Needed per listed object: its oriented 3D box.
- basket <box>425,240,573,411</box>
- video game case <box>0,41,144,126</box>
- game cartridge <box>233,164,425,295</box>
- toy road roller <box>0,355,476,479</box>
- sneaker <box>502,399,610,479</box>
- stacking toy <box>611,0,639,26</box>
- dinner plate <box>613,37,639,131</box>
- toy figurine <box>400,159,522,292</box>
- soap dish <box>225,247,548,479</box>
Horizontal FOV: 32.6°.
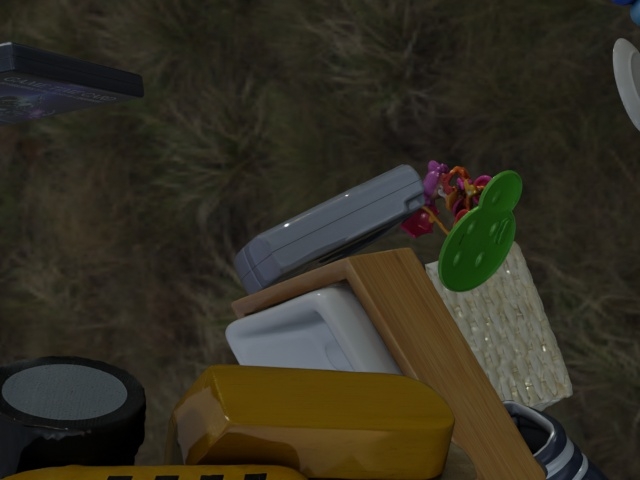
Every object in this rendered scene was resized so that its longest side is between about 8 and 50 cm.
[{"bbox_3d":[0.251,0.201,2.049,0.266,0.328,0.331,114,140,-70],"label":"basket"},{"bbox_3d":[-0.314,-0.115,0.911,0.274,0.196,0.026,-9,88,19],"label":"video game case"},{"bbox_3d":[0.000,0.000,1.214,0.297,0.198,0.062,129,118,-81],"label":"game cartridge"},{"bbox_3d":[-0.052,0.206,0.608,0.240,0.330,0.202,-131,48,-64],"label":"toy road roller"},{"bbox_3d":[0.172,0.259,1.140,0.282,0.099,0.153,-23,113,43],"label":"sneaker"},{"bbox_3d":[0.303,-0.319,1.133,0.330,0.141,0.141,36,128,3],"label":"stacking toy"},{"bbox_3d":[0.442,-0.214,1.512,0.017,0.141,0.141,-15,80,34],"label":"dinner plate"},{"bbox_3d":[0.162,-0.046,1.426,0.159,0.130,0.173,39,116,41],"label":"toy figurine"},{"bbox_3d":[0.057,0.150,0.986,0.291,0.118,0.229,60,149,-4],"label":"soap dish"}]
